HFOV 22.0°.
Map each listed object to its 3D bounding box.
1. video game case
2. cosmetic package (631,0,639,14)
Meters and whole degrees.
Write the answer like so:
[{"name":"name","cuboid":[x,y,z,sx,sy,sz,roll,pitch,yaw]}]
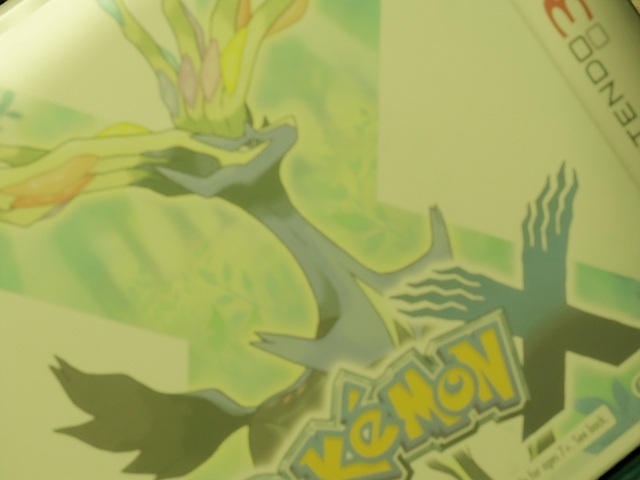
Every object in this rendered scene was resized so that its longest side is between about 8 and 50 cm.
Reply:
[{"name":"video game case","cuboid":[0.000,0.000,0.669,0.329,0.300,0.036,-37,8,-8]},{"name":"cosmetic package","cuboid":[0.075,0.006,0.805,0.309,0.113,0.160,-38,22,-15]}]
